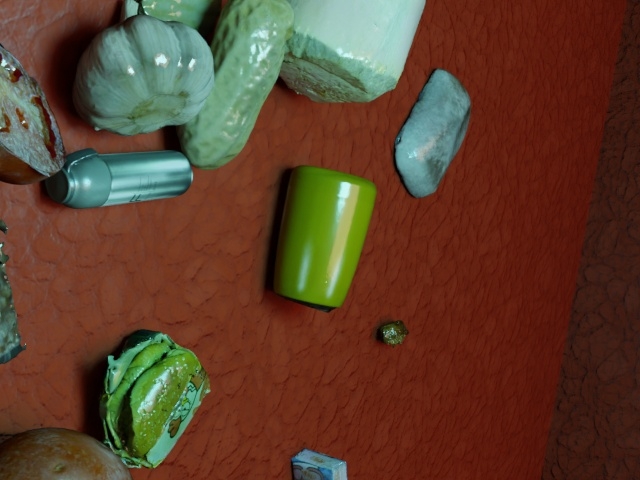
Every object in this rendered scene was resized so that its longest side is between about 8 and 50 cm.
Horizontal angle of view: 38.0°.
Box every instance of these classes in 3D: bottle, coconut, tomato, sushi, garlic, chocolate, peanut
[{"bbox_3d":[-0.305,-0.102,1.441,0.253,0.079,0.096,-12,131,-53],"label":"bottle"},{"bbox_3d":[0.038,-0.425,1.700,0.297,0.297,0.310,36,70,-52],"label":"coconut"},{"bbox_3d":[-0.429,-0.164,1.196,0.225,0.085,0.225,59,14,-23],"label":"tomato"},{"bbox_3d":[0.176,0.225,2.220,0.118,0.061,0.060,-13,82,-46],"label":"sushi"},{"bbox_3d":[-0.279,-0.276,1.396,0.218,0.218,0.212,13,49,-55],"label":"garlic"},{"bbox_3d":[0.285,-0.255,2.243,0.303,0.100,0.185,-60,143,-22],"label":"chocolate"},{"bbox_3d":[-0.149,-0.268,1.539,0.152,0.152,0.313,9,114,-55],"label":"peanut"},{"bbox_3d":[-0.472,0.025,1.258,0.102,0.065,0.329,-41,132,-61],"label":"chocolate"},{"bbox_3d":[-0.373,0.399,1.299,0.265,0.264,0.265,-17,111,-52],"label":"tomato"}]

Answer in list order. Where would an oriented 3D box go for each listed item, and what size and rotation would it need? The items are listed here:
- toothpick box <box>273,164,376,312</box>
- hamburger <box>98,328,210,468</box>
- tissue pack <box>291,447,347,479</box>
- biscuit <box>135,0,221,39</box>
[{"bbox_3d":[0.000,0.000,1.826,0.175,0.175,0.271,14,89,-55],"label":"toothpick box"},{"bbox_3d":[-0.282,0.253,1.516,0.235,0.125,0.214,84,25,-43],"label":"hamburger"},{"bbox_3d":[0.001,0.537,1.996,0.065,0.115,0.155,-28,119,-48],"label":"tissue pack"},{"bbox_3d":[-0.229,-0.433,1.495,0.187,0.036,0.274,-28,120,-36],"label":"biscuit"}]
